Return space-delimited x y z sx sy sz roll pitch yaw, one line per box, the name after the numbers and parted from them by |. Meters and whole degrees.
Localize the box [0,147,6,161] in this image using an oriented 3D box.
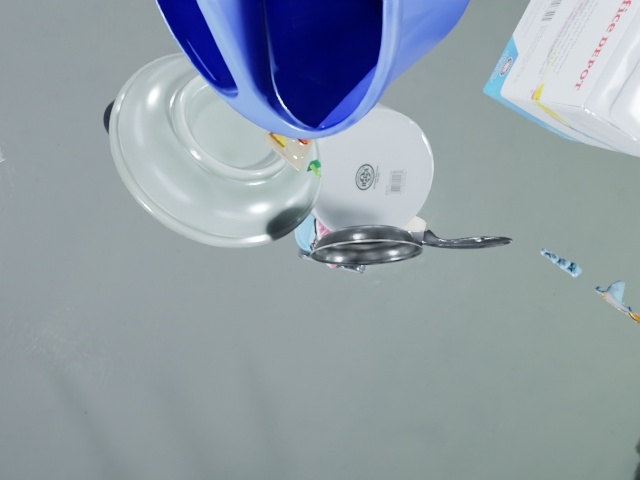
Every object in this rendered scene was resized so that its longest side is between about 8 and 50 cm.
-0.506 -0.134 0.692 0.056 0.231 0.183 38 61 18 | box

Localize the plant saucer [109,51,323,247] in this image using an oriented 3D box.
-0.159 -0.187 1.039 0.400 0.100 0.400 11 64 -23 | plant saucer

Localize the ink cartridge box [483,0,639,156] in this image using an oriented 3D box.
0.420 -0.254 0.860 0.197 0.270 0.198 23 102 -19 | ink cartridge box

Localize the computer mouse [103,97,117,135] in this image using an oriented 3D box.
-0.408 -0.271 1.451 0.272 0.072 0.188 20 102 15 | computer mouse

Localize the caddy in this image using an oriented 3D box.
-0.026 -0.233 0.383 0.179 0.241 0.341 -40 144 -32 | caddy

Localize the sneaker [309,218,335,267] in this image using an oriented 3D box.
0.000 0.000 1.681 0.063 0.075 0.170 -43 129 -37 | sneaker

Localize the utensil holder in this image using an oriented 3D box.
0.052 -0.204 1.446 0.327 0.385 0.327 -7 113 -16 | utensil holder

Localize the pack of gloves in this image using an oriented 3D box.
0.480 0.062 1.030 0.195 0.232 0.046 40 103 18 | pack of gloves

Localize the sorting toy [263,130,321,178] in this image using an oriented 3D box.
-0.023 -0.108 0.663 0.083 0.012 0.062 39 55 -29 | sorting toy

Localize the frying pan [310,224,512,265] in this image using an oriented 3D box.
0.124 0.000 0.982 0.197 0.326 0.053 10 71 -42 | frying pan

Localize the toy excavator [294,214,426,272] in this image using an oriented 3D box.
0.112 -0.027 1.913 0.433 0.445 0.222 14 82 9 | toy excavator
